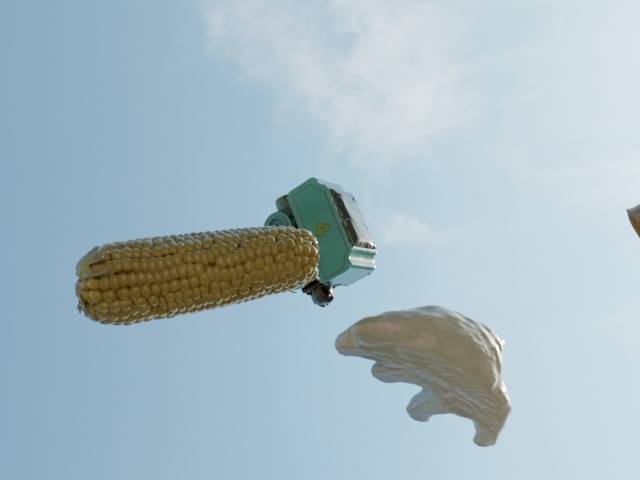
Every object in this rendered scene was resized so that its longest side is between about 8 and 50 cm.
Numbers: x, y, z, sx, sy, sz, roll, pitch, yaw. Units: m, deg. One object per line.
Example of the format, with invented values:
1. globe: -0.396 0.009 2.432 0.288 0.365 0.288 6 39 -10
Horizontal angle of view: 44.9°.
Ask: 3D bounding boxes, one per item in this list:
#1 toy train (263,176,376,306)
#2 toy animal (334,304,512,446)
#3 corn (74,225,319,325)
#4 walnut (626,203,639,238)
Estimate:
1. toy train: 0.000 0.000 1.248 0.154 0.197 0.107 -32 -22 27
2. toy animal: 0.190 0.176 1.299 0.308 0.266 0.188 18 -121 9
3. corn: -0.130 0.034 0.833 0.260 0.091 0.091 -7 -66 -13
4. walnut: 0.473 -0.008 1.054 0.121 0.091 0.052 46 -54 -5
